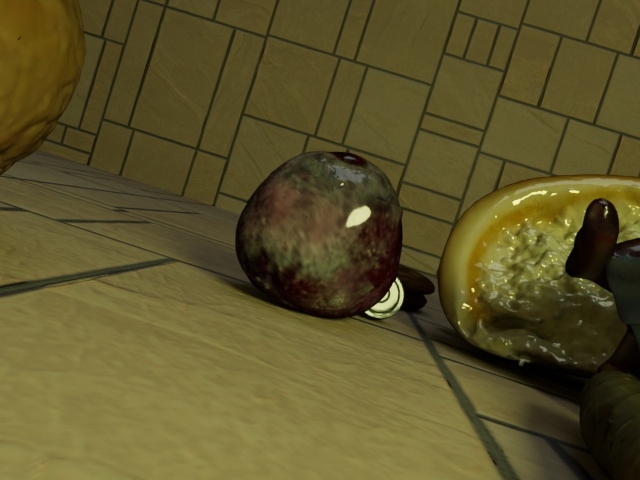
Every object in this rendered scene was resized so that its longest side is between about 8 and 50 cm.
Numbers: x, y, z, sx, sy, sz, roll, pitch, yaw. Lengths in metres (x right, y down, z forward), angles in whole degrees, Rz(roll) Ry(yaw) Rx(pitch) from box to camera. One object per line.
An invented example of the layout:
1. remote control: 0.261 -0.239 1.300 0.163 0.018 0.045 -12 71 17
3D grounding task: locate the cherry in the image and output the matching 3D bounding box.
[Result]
1. cherry: 0.003 -0.010 0.665 0.195 0.195 0.195 18 2 -1

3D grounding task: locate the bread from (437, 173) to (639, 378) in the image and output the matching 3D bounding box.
1. bread: 0.364 0.090 0.744 0.424 0.245 0.329 10 42 20

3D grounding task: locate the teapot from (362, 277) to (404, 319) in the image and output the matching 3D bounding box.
1. teapot: 0.061 0.074 0.767 0.088 0.066 0.057 -5 -14 -9

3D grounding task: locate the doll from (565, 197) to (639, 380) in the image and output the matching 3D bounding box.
1. doll: 0.360 0.094 0.415 0.318 0.209 0.340 40 -8 -21

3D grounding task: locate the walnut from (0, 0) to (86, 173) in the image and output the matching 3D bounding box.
1. walnut: -0.335 -0.155 0.401 0.333 0.332 0.333 18 2 -1

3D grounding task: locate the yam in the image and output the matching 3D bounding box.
1. yam: 0.197 0.128 0.339 0.071 0.067 0.317 61 14 11

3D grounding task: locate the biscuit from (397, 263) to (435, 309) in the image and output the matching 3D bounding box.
1. biscuit: 0.093 0.065 1.042 0.221 0.066 0.220 18 6 -2
